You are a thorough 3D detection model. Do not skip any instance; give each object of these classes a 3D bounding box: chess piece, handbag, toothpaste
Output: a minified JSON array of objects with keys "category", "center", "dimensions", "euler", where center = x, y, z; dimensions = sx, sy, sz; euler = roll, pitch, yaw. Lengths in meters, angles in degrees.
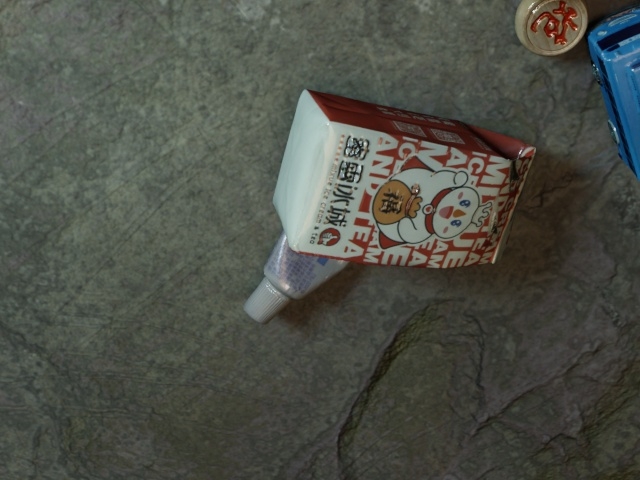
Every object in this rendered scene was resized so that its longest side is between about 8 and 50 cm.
[{"category":"chess piece","center":[0.265,-0.254,0.976],"dimensions":[0.083,0.038,0.084],"euler":[-2,121,-3]},{"category":"handbag","center":[0.105,-0.062,1.013],"dimensions":[0.298,0.151,0.171],"euler":[9,112,-18]},{"category":"toothpaste","center":[-0.001,0.000,1.117],"dimensions":[0.282,0.068,0.099],"euler":[-49,142,14]}]

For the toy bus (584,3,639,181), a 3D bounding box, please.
[{"category":"toy bus","center":[0.380,-0.171,0.990],"dimensions":[0.090,0.106,0.185],"euler":[-21,120,14]}]
